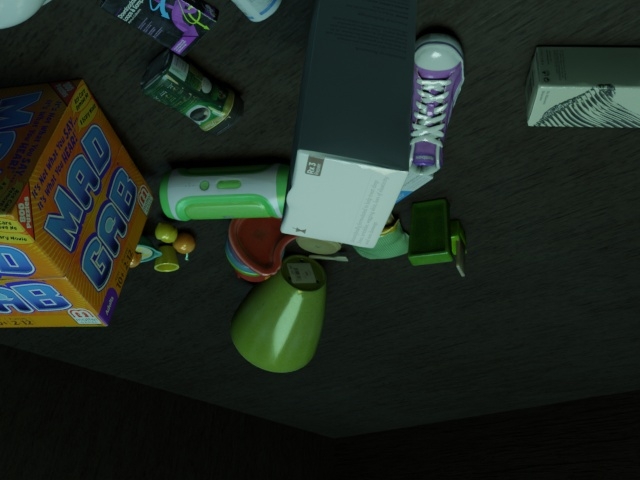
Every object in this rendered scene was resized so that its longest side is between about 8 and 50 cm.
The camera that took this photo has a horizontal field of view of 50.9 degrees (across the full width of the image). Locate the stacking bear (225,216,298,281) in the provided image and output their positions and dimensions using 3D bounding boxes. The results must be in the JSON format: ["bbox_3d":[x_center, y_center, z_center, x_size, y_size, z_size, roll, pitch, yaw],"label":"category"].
[{"bbox_3d":[-0.166,0.028,1.737,0.164,0.175,0.289,30,159,0],"label":"stacking bear"}]

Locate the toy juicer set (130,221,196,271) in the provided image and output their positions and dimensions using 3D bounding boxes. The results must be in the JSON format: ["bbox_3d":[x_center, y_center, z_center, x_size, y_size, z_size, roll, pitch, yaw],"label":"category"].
[{"bbox_3d":[-0.478,0.016,1.765,0.329,0.089,0.209,15,150,-43],"label":"toy juicer set"}]

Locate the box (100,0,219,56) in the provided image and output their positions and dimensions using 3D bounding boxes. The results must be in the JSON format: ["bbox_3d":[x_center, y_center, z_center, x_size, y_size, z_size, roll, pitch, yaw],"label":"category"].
[{"bbox_3d":[-0.269,-0.384,1.122,0.162,0.029,0.116,26,145,-31],"label":"box"}]

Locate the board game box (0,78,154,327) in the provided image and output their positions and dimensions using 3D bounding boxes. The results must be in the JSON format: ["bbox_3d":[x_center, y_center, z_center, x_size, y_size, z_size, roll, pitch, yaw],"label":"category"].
[{"bbox_3d":[-0.616,-0.063,1.378,0.357,0.356,0.356,-3,141,14],"label":"board game box"}]

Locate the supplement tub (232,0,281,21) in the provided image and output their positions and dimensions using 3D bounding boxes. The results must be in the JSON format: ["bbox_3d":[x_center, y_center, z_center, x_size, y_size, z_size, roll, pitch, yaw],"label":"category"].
[{"bbox_3d":[-0.115,-0.396,1.031,0.071,0.071,0.107,-14,146,31],"label":"supplement tub"}]

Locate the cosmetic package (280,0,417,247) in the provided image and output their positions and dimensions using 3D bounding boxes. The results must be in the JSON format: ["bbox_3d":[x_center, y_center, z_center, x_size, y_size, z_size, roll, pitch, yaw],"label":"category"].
[{"bbox_3d":[0.044,-0.209,1.019,0.156,0.385,0.217,8,152,-5],"label":"cosmetic package"}]

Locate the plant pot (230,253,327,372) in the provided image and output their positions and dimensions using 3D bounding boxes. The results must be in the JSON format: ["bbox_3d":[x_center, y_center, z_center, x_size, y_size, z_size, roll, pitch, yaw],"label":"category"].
[{"bbox_3d":[-0.093,0.186,1.933,0.275,0.275,0.293,13,135,-13],"label":"plant pot"}]

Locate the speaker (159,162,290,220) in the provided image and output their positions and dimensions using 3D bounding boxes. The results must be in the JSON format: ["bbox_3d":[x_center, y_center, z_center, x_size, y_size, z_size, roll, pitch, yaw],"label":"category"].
[{"bbox_3d":[-0.205,-0.108,1.518,0.296,0.131,0.131,-1,151,12],"label":"speaker"}]

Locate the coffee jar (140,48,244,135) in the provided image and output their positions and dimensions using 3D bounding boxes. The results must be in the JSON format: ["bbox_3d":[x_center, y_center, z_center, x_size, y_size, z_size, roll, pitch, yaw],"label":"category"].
[{"bbox_3d":[-0.237,-0.274,1.266,0.096,0.079,0.184,-24,139,37],"label":"coffee jar"}]

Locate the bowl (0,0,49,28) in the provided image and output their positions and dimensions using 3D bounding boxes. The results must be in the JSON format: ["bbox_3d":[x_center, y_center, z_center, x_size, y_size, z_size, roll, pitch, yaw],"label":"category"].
[{"bbox_3d":[-0.546,-0.416,1.004,0.298,0.134,0.298,4,151,2],"label":"bowl"}]

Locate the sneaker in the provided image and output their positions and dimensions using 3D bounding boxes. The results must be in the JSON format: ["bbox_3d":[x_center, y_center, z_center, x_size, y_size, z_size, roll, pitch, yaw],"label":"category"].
[{"bbox_3d":[0.201,-0.223,1.204,0.102,0.161,0.282,3,150,7],"label":"sneaker"}]

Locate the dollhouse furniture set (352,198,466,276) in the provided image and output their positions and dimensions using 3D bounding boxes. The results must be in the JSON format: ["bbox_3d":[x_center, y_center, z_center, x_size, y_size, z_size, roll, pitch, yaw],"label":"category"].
[{"bbox_3d":[0.195,0.027,1.670,0.301,0.151,0.197,-8,149,23],"label":"dollhouse furniture set"}]

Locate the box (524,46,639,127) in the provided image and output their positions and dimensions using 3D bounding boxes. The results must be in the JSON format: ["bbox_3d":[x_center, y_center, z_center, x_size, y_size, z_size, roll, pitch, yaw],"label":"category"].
[{"bbox_3d":[0.500,-0.261,1.151,0.275,0.094,0.113,2,151,7],"label":"box"}]

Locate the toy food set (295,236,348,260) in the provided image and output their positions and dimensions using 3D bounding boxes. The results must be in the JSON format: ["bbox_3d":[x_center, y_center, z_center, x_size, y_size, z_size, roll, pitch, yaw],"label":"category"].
[{"bbox_3d":[0.000,0.000,1.784,0.132,0.038,0.192,4,158,18],"label":"toy food set"}]

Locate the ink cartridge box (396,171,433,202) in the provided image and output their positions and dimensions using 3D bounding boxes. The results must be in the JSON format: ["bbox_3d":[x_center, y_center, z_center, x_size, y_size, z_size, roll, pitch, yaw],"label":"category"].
[{"bbox_3d":[0.120,-0.165,1.405,0.191,0.082,0.139,18,149,-26],"label":"ink cartridge box"}]
